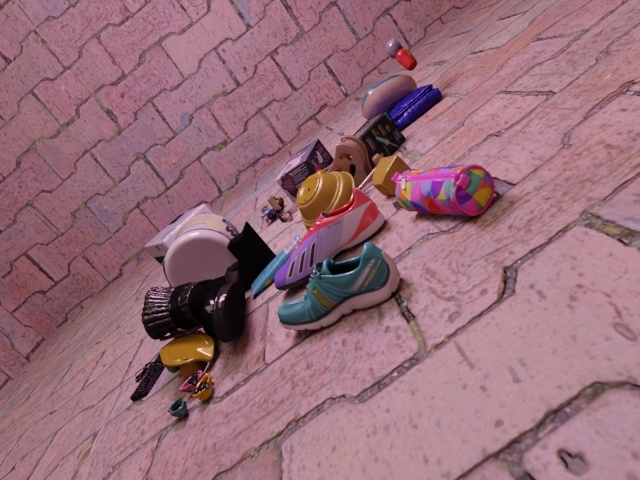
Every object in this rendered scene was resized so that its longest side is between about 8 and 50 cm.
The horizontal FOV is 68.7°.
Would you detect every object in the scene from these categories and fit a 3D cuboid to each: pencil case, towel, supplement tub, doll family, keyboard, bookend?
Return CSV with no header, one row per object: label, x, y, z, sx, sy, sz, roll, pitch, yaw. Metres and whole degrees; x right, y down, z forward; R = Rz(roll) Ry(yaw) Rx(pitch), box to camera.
pencil case,0.239,-0.102,0.952,0.104,0.104,0.236,-43,19,-14
towel,0.298,-0.486,1.799,0.308,0.076,0.228,-37,19,4
supplement tub,-0.384,0.043,1.589,0.235,0.235,0.325,-37,18,4
doll family,-0.189,-0.134,1.912,0.111,0.076,0.193,-33,23,5
keyboard,-0.485,0.367,1.322,0.100,0.038,0.192,-31,19,24
bookend,-0.231,0.056,1.386,0.157,0.156,0.072,-36,18,12

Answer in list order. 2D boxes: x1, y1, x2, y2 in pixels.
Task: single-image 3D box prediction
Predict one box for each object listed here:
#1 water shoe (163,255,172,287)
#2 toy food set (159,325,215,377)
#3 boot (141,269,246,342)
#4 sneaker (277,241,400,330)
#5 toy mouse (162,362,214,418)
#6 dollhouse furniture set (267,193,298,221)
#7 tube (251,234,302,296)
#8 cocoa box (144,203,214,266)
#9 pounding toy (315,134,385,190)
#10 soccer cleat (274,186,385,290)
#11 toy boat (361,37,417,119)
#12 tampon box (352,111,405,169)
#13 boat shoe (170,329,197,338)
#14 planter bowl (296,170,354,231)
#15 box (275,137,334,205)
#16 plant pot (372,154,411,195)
water shoe,-0.522,0.127,1.727,0.072,0.203,0.080,4,25,17
toy food set,-0.329,0.290,1.177,0.128,0.071,0.218,-18,14,-20
boot,-0.329,0.182,1.180,0.259,0.131,0.348,-11,8,-4
sneaker,0.020,0.086,0.904,0.275,0.110,0.107,-30,20,27
toy mouse,-0.284,0.336,1.016,0.143,0.031,0.161,-33,19,18
dollhouse furniture set,-0.131,-0.138,1.736,0.081,0.114,0.091,-40,15,-18
tube,-0.122,0.073,1.319,0.207,0.052,0.080,-43,13,3
cocoa box,-0.531,0.024,1.927,0.231,0.228,0.347,-48,20,-25
pounding toy,0.072,-0.224,1.477,0.269,0.154,0.155,-27,21,33
soccer cleat,0.000,0.000,1.137,0.318,0.116,0.109,-36,18,9
toy boat,0.286,-0.636,1.872,0.267,0.148,0.318,-25,-25,-25
tampon box,0.181,-0.330,1.575,0.161,0.120,0.101,-48,21,-26
boat shoe,-0.414,0.260,1.414,0.183,0.066,0.066,1,37,49
planter bowl,-0.007,-0.131,1.387,0.217,0.090,0.217,-34,40,35
box,-0.054,-0.274,1.863,0.163,0.142,0.247,-29,20,27
plant pot,0.186,-0.165,1.244,0.083,0.081,0.081,-55,22,-14
